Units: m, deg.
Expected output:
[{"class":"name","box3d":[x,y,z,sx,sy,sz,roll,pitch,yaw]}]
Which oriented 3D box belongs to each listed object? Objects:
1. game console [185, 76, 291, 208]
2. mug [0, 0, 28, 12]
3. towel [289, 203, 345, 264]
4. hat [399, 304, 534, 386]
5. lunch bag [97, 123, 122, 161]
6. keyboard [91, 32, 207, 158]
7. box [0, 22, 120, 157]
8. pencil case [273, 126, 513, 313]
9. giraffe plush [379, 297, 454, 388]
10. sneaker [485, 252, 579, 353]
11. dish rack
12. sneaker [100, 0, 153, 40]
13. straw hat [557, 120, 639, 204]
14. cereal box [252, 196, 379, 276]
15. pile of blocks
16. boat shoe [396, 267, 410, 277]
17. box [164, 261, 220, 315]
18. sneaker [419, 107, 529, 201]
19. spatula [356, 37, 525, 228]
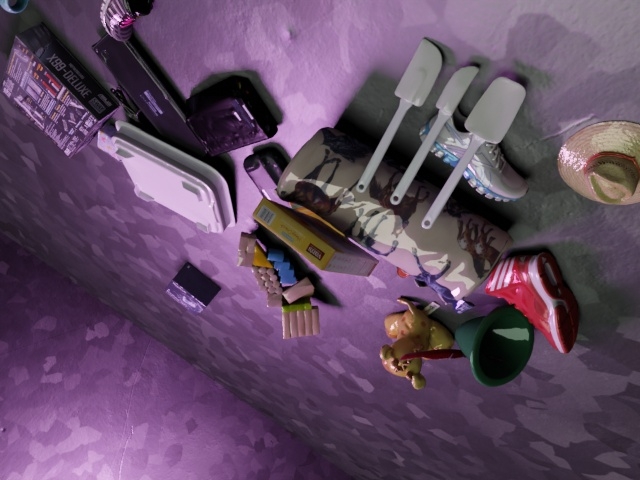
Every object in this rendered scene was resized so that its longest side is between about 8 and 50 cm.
[{"class":"game console","box3d":[-0.141,-0.171,0.996,0.213,0.044,0.361,-3,131,45]},{"class":"mug","box3d":[-0.626,-0.550,0.888,0.129,0.097,0.157,43,146,-13]},{"class":"towel","box3d":[-0.003,-0.036,1.023,0.102,0.021,0.237,-10,134,9]},{"class":"hat","box3d":[0.318,0.202,0.988,0.183,0.208,0.173,15,103,61]},{"class":"lunch bag","box3d":[-0.559,-0.261,1.232,0.071,0.053,0.083,34,137,-3]},{"class":"keyboard","box3d":[-0.394,-0.312,1.047,0.201,0.033,0.317,-5,129,42]},{"class":"box","box3d":[-0.684,-0.369,1.182,0.307,0.076,0.242,-15,123,49]},{"class":"pencil case","box3d":[0.119,-0.042,0.820,0.410,0.160,0.184,32,120,2]},{"class":"giraffe plush","box3d":[0.218,0.264,1.109,0.181,0.170,0.210,24,145,17]},{"class":"sneaker","box3d":[0.399,0.114,0.868,0.128,0.087,0.221,0,122,52]},{"class":"dish rack","box3d":[-0.386,-0.142,1.184,0.332,0.072,0.286,27,153,10]},{"class":"sneaker","box3d":[-0.352,-0.425,0.837,0.075,0.063,0.170,43,141,-2]},{"class":"straw hat","box3d":[0.397,-0.085,0.622,0.144,0.061,0.144,23,146,17]},{"class":"cereal box","box3d":[0.000,0.000,0.863,0.173,0.047,0.240,36,-171,23]},{"class":"pile of blocks","box3d":[-0.110,0.110,1.286,0.362,0.149,0.113,61,-178,-21]},{"class":"boat shoe","box3d":[0.193,0.048,0.979,0.049,0.043,0.137,29,148,4]},{"class":"box","box3d":[-0.472,0.182,1.672,0.156,0.093,0.158,41,145,-9]},{"class":"sneaker","box3d":[0.245,-0.134,0.688,0.190,0.071,0.083,36,141,-2]},{"class":"spatula","box3d":[0.163,-0.144,0.671,0.168,0.019,0.242,31,114,10]}]
